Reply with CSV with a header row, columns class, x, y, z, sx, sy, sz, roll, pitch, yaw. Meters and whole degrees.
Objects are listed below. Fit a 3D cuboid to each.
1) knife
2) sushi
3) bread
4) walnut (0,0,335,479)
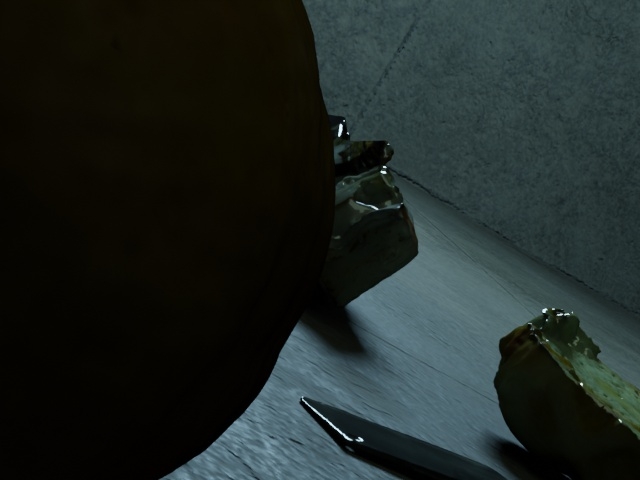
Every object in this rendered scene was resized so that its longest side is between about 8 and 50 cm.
class,x,y,z,sx,sy,sz,roll,pitch,yaw
knife,0.093,0.131,0.978,0.245,0.019,0.072,25,7,-32
sushi,0.019,-0.008,1.328,0.273,0.134,0.109,22,-36,61
bread,0.207,0.142,1.165,0.232,0.088,0.128,41,18,21
walnut,-0.091,-0.020,0.491,0.209,0.209,0.336,33,-4,14
